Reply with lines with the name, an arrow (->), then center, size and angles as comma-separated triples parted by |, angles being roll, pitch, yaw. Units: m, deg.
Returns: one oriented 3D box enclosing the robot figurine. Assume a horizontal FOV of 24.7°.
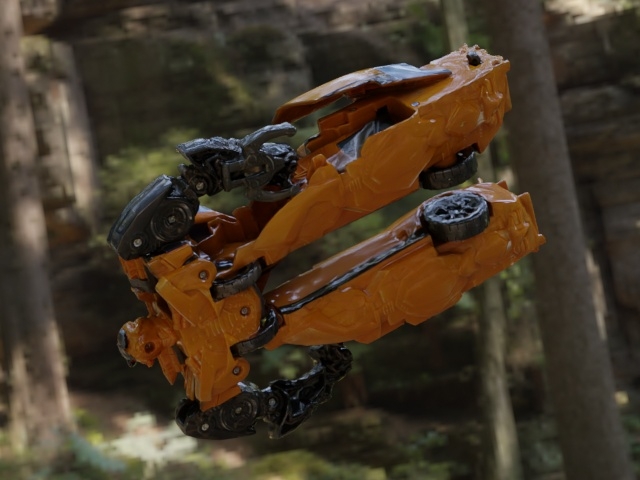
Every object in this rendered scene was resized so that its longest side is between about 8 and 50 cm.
robot figurine -> 0.000, 0.000, 0.917 | 0.291, 0.211, 0.085 | -26, 31, -18
